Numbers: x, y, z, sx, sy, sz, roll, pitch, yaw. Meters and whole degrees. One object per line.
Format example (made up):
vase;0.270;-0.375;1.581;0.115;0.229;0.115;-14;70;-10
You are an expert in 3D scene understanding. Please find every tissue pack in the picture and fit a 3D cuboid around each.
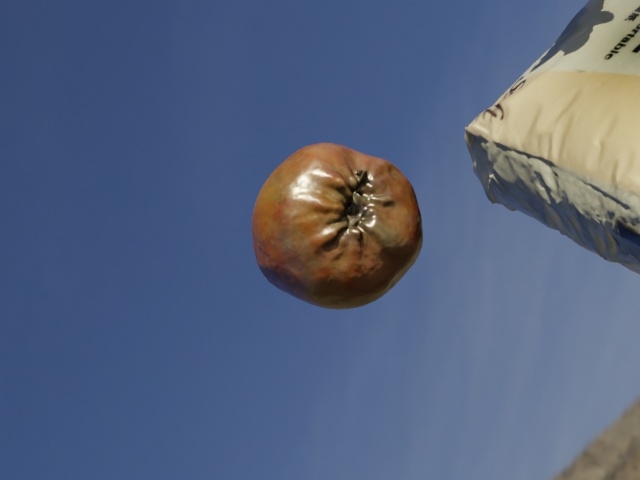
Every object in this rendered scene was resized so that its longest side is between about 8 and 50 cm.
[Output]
tissue pack;0.357;-0.133;1.706;0.375;0.390;0.195;-45;-53;-15

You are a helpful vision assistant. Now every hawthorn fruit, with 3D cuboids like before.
hawthorn fruit;0.014;0.002;1.577;0.149;0.149;0.189;-55;-18;-26
